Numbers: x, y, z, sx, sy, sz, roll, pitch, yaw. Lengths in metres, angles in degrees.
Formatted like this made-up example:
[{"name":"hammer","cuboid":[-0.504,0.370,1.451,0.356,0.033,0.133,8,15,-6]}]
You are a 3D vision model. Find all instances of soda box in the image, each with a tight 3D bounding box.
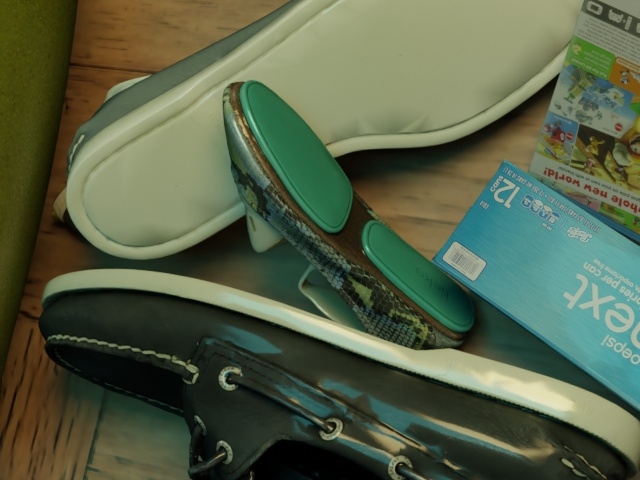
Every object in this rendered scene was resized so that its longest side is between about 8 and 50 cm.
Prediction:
[{"name":"soda box","cuboid":[0.162,0.047,0.730,0.210,0.071,0.067,37,92,26]}]

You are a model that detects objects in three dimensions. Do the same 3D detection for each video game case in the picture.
[{"name":"video game case","cuboid":[0.177,-0.076,0.737,0.119,0.015,0.166,31,125,26]}]

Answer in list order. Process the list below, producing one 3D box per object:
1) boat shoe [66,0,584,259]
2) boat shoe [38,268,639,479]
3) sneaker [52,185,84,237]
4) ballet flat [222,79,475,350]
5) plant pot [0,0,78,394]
[{"name":"boat shoe","cuboid":[0.002,-0.099,0.814,0.319,0.116,0.099,-26,31,9]},{"name":"boat shoe","cuboid":[-0.012,0.105,0.757,0.340,0.127,0.113,15,70,16]},{"name":"sneaker","cuboid":[-0.127,-0.036,0.899,0.035,0.031,0.083,44,101,16]},{"name":"ballet flat","cuboid":[0.000,0.000,0.771,0.070,0.070,0.188,-41,104,7]},{"name":"plant pot","cuboid":[-0.303,-0.051,0.825,0.366,0.366,0.353,-2,87,22]}]
